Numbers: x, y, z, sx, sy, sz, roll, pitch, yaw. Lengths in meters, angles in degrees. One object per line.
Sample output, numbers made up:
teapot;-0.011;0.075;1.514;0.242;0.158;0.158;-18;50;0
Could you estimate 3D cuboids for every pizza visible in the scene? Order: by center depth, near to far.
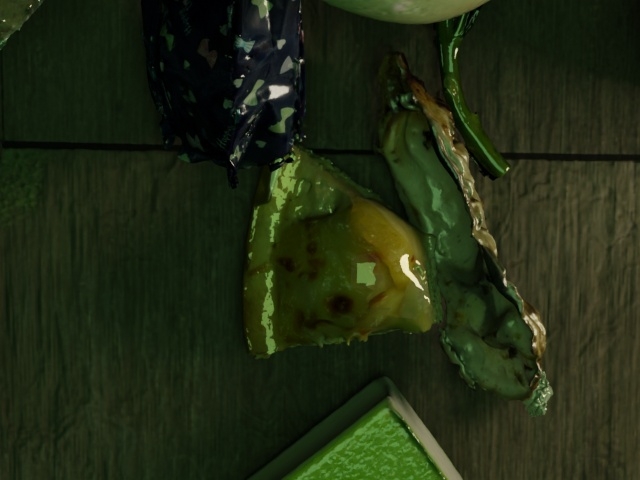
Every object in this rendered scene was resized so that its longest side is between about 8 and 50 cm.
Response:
pizza;0.008;0.005;1.582;0.188;0.080;0.204;-3;95;19

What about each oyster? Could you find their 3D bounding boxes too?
oyster;0.130;-0.014;1.597;0.078;0.129;0.345;-23;95;-24

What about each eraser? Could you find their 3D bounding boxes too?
eraser;0.015;0.293;1.649;0.274;0.092;0.210;-36;102;1

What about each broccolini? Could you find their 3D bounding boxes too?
broccolini;0.164;-0.193;1.602;0.123;0.062;0.271;-7;95;9

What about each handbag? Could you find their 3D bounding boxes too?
handbag;-0.085;-0.180;1.498;0.113;0.162;0.260;-27;132;-32

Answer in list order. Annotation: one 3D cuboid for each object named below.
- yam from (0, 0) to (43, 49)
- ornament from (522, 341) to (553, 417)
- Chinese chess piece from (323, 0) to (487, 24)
yam;-0.352;-0.295;1.365;0.241;0.241;0.348;-26;135;-3
ornament;0.189;0.118;1.668;0.092;0.041;0.068;36;88;-2
Chinese chess piece;0.043;-0.343;1.423;0.349;0.349;0.146;32;134;-11
